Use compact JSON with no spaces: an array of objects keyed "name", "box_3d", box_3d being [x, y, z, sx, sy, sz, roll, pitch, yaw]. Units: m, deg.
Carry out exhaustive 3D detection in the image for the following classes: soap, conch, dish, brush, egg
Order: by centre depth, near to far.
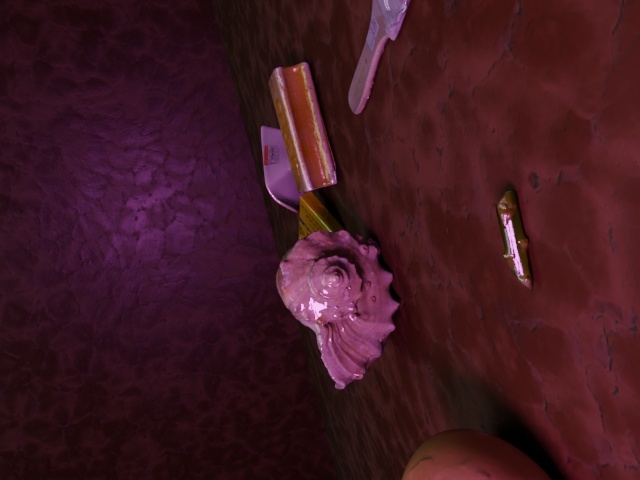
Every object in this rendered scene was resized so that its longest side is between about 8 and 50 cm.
[{"name":"egg","box_3d":[0.191,0.337,0.566,0.244,0.200,0.201,-111,9,-70]},{"name":"brush","box_3d":[0.077,-0.283,0.681,0.336,0.020,0.086,109,143,-70]},{"name":"conch","box_3d":[0.056,0.135,0.946,0.352,0.209,0.297,38,-142,-68]},{"name":"soap","box_3d":[-0.042,-0.254,1.110,0.173,0.089,0.275,-157,52,-79]},{"name":"dish","box_3d":[-0.080,-0.190,1.254,0.154,0.064,0.235,26,-129,-54]}]

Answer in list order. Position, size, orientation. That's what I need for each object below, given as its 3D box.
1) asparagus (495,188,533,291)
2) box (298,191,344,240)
[{"name":"asparagus","box_3d":[0.200,0.001,0.488,0.021,0.025,0.108,0,106,68]},{"name":"box","box_3d":[0.000,0.000,1.285,0.153,0.041,0.279,50,159,20]}]
